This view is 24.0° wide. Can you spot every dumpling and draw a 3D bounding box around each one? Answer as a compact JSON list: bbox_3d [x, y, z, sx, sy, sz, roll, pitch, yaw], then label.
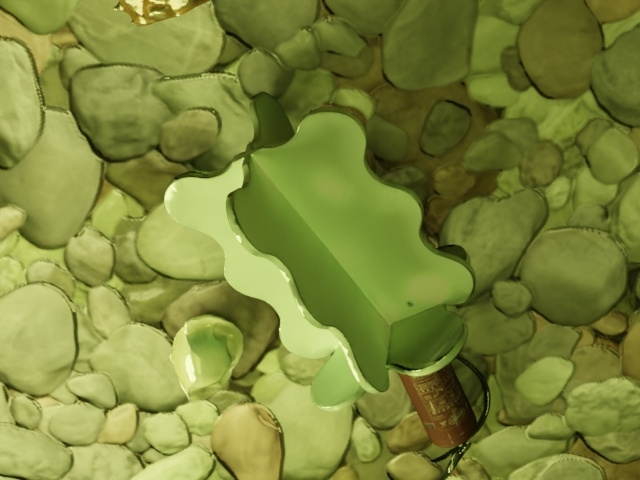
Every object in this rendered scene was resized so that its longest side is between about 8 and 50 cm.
[{"bbox_3d":[-0.087,0.090,1.184,0.059,0.043,0.077,-17,105,-22],"label":"dumpling"}]

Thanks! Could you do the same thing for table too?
[{"bbox_3d":[0.000,0.000,1.087,0.166,0.166,0.198,-35,119,7],"label":"table"}]

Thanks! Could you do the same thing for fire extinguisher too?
[{"bbox_3d":[0.101,0.120,1.240,0.078,0.045,0.157,-36,120,-18],"label":"fire extinguisher"}]

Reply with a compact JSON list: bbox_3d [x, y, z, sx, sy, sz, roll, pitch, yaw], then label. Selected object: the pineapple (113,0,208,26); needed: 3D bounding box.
[{"bbox_3d":[-0.130,-0.255,0.961,0.119,0.111,0.237,-38,114,-28],"label":"pineapple"}]
